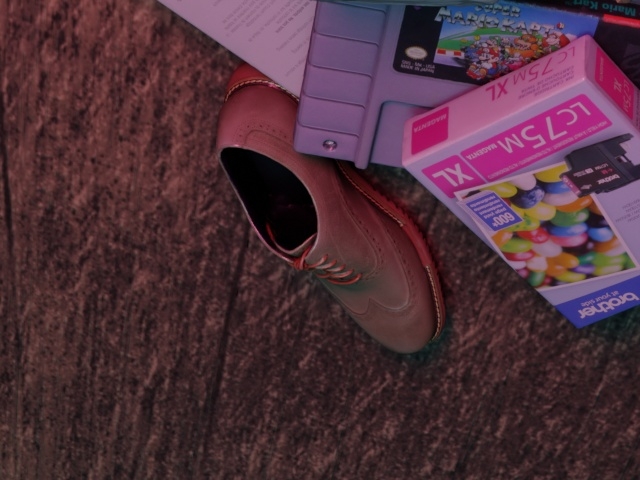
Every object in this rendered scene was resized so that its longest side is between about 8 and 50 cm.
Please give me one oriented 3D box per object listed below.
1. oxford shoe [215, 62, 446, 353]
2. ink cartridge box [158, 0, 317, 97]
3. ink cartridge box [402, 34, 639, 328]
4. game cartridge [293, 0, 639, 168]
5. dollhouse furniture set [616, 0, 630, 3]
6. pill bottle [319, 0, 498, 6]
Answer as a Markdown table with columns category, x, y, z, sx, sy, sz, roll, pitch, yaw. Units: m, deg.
| category | x | y | z | sx | sy | sz | roll | pitch | yaw |
| --- | --- | --- | --- | --- | --- | --- | --- | --- | --- |
| oxford shoe | 0.000 | 0.000 | 1.687 | 0.123 | 0.130 | 0.348 | -18 | 122 | 34 |
| ink cartridge box | 0.008 | -0.255 | 1.487 | 0.307 | 0.072 | 0.303 | 32 | 135 | -22 |
| ink cartridge box | 0.235 | -0.028 | 1.520 | 0.185 | 0.065 | 0.311 | -24 | 132 | 33 |
| game cartridge | 0.164 | -0.133 | 1.496 | 0.355 | 0.068 | 0.230 | 9 | 144 | -1 |
| dollhouse furniture set | 0.206 | -0.274 | 1.291 | 0.129 | 0.129 | 0.183 | -1 | 159 | -25 |
| pill bottle | 0.055 | -0.320 | 1.262 | 0.169 | 0.169 | 0.302 | 4 | 96 | 18 |
